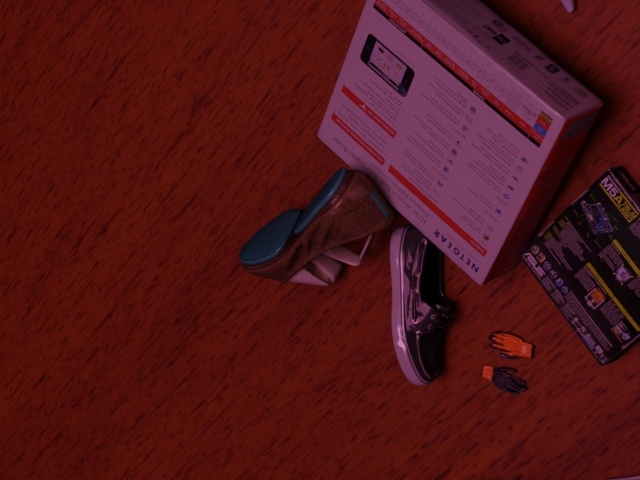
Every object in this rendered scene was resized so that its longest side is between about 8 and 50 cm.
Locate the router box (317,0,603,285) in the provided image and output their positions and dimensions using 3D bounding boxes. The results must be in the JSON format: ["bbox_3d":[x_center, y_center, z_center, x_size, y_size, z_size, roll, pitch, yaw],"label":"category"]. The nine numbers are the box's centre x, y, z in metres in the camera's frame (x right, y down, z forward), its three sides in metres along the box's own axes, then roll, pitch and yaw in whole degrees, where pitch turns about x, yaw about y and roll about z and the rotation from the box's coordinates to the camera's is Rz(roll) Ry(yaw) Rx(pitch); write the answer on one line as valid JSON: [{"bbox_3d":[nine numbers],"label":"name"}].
[{"bbox_3d":[0.170,-0.159,1.927,0.335,0.082,0.301,44,137,23],"label":"router box"}]

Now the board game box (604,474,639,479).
[{"bbox_3d":[0.553,0.471,1.815,0.390,0.050,0.390,-15,89,39],"label":"board game box"}]

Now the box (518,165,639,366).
[{"bbox_3d":[0.373,0.034,1.876,0.184,0.045,0.190,-47,69,32],"label":"box"}]

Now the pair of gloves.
[{"bbox_3d":[0.256,0.168,2.013,0.074,0.010,0.083,20,111,33],"label":"pair of gloves"}]

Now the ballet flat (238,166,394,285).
[{"bbox_3d":[0.000,0.000,2.107,0.124,0.116,0.342,37,146,-12],"label":"ballet flat"}]

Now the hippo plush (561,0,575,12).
[{"bbox_3d":[0.238,-0.456,1.761,0.234,0.236,0.294,43,121,24],"label":"hippo plush"}]

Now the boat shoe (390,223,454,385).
[{"bbox_3d":[0.151,0.090,2.044,0.076,0.080,0.228,-4,89,40],"label":"boat shoe"}]
